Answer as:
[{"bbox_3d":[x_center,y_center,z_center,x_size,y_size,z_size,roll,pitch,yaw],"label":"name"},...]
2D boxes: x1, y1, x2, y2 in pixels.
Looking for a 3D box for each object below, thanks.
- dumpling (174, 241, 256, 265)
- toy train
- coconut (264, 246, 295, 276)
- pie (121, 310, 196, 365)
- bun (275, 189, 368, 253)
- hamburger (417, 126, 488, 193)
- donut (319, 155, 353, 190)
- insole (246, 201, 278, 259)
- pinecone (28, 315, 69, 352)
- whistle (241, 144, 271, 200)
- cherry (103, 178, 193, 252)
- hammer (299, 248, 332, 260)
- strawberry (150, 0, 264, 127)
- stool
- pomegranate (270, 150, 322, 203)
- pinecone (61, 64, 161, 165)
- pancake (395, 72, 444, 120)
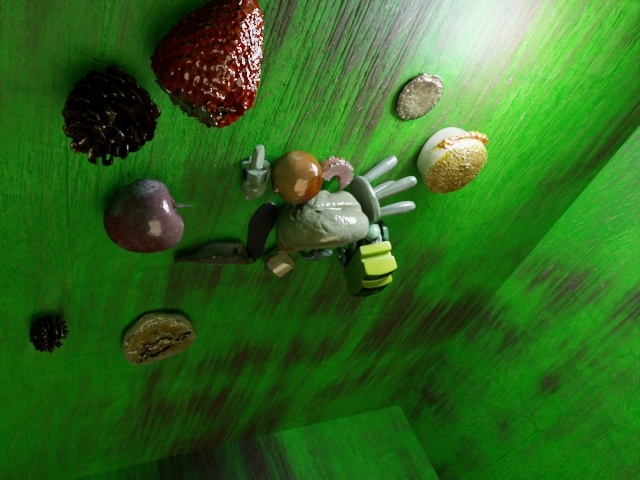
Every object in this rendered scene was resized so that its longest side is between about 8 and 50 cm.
[{"bbox_3d":[-0.385,0.047,1.972,0.331,0.086,0.166,-1,166,-32],"label":"dumpling"},{"bbox_3d":[0.191,0.092,2.171,0.179,0.273,0.442,-11,163,-12],"label":"toy train"},{"bbox_3d":[-0.179,0.093,2.131,0.122,0.116,0.116,-36,142,2],"label":"coconut"},{"bbox_3d":[-0.694,0.428,2.212,0.338,0.077,0.339,-17,141,-14],"label":"pie"},{"bbox_3d":[-0.003,-0.076,1.916,0.364,0.220,0.365,-12,-176,1],"label":"bun"},{"bbox_3d":[0.533,-0.316,2.068,0.275,0.179,0.294,-11,138,-24],"label":"hamburger"},{"bbox_3d":[0.063,-0.265,1.921,0.117,0.065,0.166,-41,142,17],"label":"donut"},{"bbox_3d":[-0.239,-0.030,2.036,0.110,0.012,0.310,-5,136,-26],"label":"insole"},{"bbox_3d":[-0.997,0.343,1.885,0.120,0.140,0.140,-28,154,-52],"label":"pinecone"},{"bbox_3d":[-0.224,-0.229,1.753,0.110,0.092,0.245,-41,158,-35],"label":"whistle"},{"bbox_3d":[-0.546,-0.076,1.624,0.285,0.236,0.213,-14,-178,-5],"label":"cherry"},{"bbox_3d":[0.000,0.000,2.200,0.158,0.041,0.227,-8,138,-28],"label":"hammer"},{"bbox_3d":[-0.267,-0.484,1.347,0.352,0.267,0.312,-63,168,-3],"label":"strawberry"},{"bbox_3d":[0.250,-0.194,2.023,0.198,0.195,0.195,-24,142,-14],"label":"stool"},{"bbox_3d":[-0.086,-0.223,1.785,0.191,0.191,0.191,-17,141,-15],"label":"pomegranate"},{"bbox_3d":[-0.545,-0.322,1.327,0.224,0.273,0.224,6,123,9],"label":"pinecone"},{"bbox_3d":[0.360,-0.521,1.856,0.199,0.021,0.199,-17,140,-15],"label":"pancake"}]
